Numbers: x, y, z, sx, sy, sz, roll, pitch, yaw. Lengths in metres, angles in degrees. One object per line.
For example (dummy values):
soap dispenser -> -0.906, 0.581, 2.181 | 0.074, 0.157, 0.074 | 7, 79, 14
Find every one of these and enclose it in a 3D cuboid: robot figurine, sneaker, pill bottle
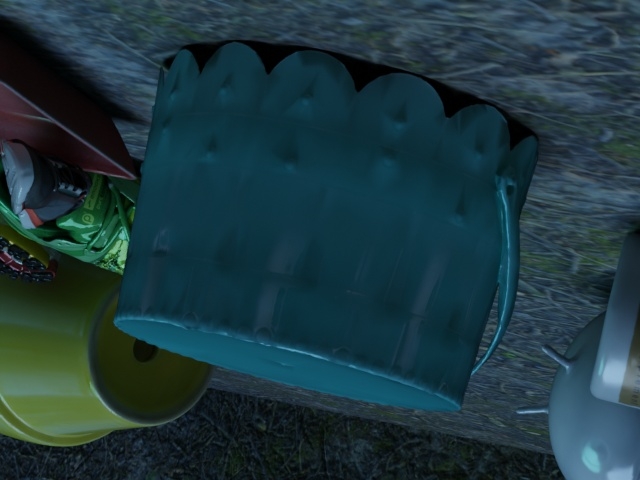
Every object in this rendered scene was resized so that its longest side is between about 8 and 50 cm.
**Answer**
robot figurine -> 0.359, 0.169, 1.524 | 0.353, 0.199, 0.300 | 14, 134, 3
sneaker -> -0.182, -0.015, 1.552 | 0.296, 0.109, 0.123 | 12, 174, 18
sneaker -> -0.340, -0.051, 1.665 | 0.088, 0.092, 0.225 | -10, 139, 42
pill bottle -> 0.328, 0.081, 1.266 | 0.229, 0.131, 0.131 | 13, 170, 11
sneaker -> -0.213, -0.051, 1.326 | 0.065, 0.061, 0.158 | -12, 174, -6

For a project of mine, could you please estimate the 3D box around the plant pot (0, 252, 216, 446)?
plant pot -> -0.241, 0.101, 1.791 | 0.254, 0.254, 0.239 | 22, 169, -37

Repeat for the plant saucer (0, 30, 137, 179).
plant saucer -> -0.294, -0.122, 1.288 | 0.258, 0.047, 0.259 | 12, 169, 19

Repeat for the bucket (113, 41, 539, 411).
bucket -> 0.000, 0.000, 1.133 | 0.281, 0.183, 0.281 | 14, 171, 2
